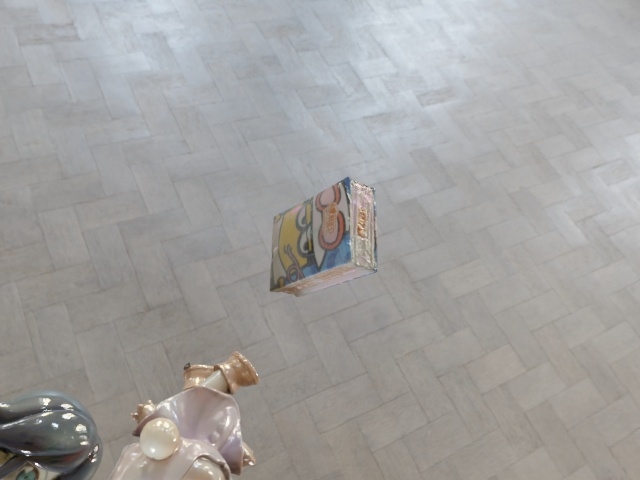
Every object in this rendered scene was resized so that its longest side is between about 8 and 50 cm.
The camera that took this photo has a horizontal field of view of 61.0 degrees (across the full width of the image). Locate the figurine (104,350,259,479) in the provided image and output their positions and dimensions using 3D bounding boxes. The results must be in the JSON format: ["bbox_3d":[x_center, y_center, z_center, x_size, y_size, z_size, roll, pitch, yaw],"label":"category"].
[{"bbox_3d":[-0.151,0.241,0.581,0.133,0.200,0.276,-3,37,17],"label":"figurine"}]

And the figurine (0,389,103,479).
[{"bbox_3d":[-0.443,0.315,0.744,0.265,0.175,0.197,-6,58,-32],"label":"figurine"}]

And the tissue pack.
[{"bbox_3d":[0.000,0.000,0.697,0.065,0.155,0.115,17,62,-36],"label":"tissue pack"}]
